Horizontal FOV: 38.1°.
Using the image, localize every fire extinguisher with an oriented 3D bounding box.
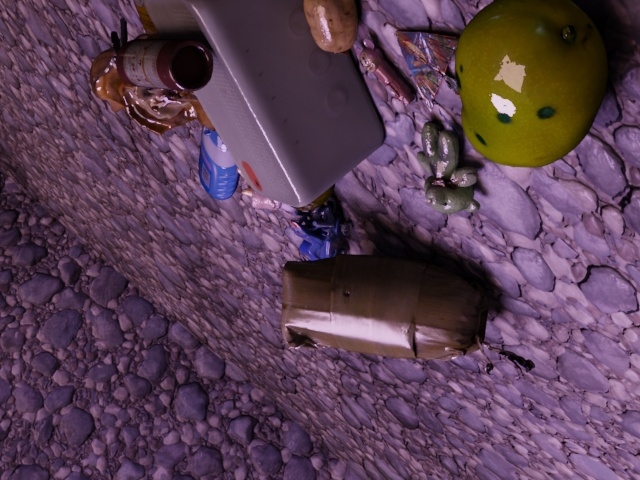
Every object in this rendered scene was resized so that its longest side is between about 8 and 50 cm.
[{"bbox_3d":[-0.240,-0.266,1.319,0.231,0.071,0.099,18,118,51],"label":"fire extinguisher"}]

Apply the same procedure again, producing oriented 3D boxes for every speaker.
[{"bbox_3d":[-0.080,-0.253,1.380,0.183,0.184,0.406,18,145,48],"label":"speaker"}]

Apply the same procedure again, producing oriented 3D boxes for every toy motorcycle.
[{"bbox_3d":[0.000,0.000,1.771,0.076,0.114,0.205,32,155,32],"label":"toy motorcycle"}]

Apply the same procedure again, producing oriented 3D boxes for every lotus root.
[{"bbox_3d":[0.014,-0.311,1.269,0.072,0.063,0.152,-1,140,24],"label":"lotus root"}]

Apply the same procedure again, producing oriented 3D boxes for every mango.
[{"bbox_3d":[0.229,-0.169,1.054,0.175,0.143,0.293,42,167,12],"label":"mango"}]

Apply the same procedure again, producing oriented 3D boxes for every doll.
[{"bbox_3d":[0.176,-0.101,1.353,0.115,0.077,0.150,23,139,43],"label":"doll"}]

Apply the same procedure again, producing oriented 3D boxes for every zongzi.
[{"bbox_3d":[0.189,0.130,1.679,0.447,0.181,0.418,7,178,21],"label":"zongzi"}]

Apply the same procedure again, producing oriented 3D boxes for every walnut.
[{"bbox_3d":[-0.250,-0.263,1.524,0.238,0.141,0.204,20,160,-6],"label":"walnut"}]

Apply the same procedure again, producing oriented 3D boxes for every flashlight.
[{"bbox_3d":[0.090,-0.235,1.313,0.110,0.031,0.052,48,157,-6],"label":"flashlight"}]

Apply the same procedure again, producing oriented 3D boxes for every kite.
[{"bbox_3d":[0.156,-0.229,1.240,0.160,0.010,0.183,45,161,11],"label":"kite"}]

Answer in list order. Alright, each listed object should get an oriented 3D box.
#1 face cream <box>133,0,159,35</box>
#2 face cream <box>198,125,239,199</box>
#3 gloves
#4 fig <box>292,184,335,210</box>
[{"bbox_3d":[-0.252,-0.381,1.567,0.105,0.105,0.348,31,154,31],"label":"face cream"},{"bbox_3d":[-0.192,-0.178,1.795,0.264,0.083,0.149,117,143,-71],"label":"face cream"},{"bbox_3d":[-0.083,-0.107,1.759,0.144,0.110,0.094,51,-161,-12],"label":"gloves"},{"bbox_3d":[-0.052,-0.132,1.663,0.177,0.117,0.117,45,160,30],"label":"fig"}]
